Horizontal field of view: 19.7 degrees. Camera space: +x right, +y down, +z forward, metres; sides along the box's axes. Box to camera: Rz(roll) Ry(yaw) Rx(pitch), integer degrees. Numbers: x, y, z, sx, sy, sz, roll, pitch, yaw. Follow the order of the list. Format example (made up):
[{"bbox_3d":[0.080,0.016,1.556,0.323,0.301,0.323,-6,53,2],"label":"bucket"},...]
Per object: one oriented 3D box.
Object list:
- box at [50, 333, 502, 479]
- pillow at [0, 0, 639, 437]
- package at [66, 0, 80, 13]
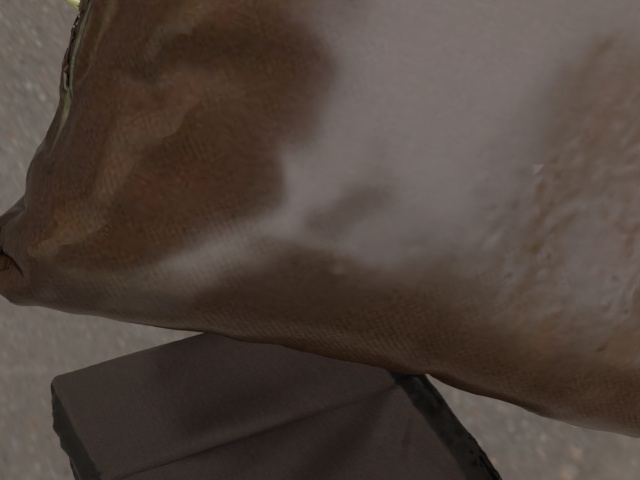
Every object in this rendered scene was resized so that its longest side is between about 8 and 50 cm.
[{"bbox_3d":[-0.013,0.185,0.823,0.153,0.188,0.252,-15,121,-14],"label":"box"},{"bbox_3d":[0.100,-0.084,0.495,0.305,0.108,0.308,14,114,-20],"label":"pillow"},{"bbox_3d":[-0.130,-0.165,1.266,0.120,0.108,0.031,41,119,-18],"label":"package"}]
